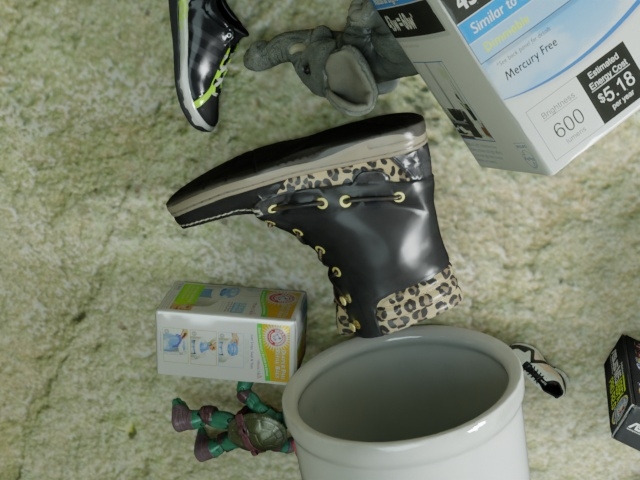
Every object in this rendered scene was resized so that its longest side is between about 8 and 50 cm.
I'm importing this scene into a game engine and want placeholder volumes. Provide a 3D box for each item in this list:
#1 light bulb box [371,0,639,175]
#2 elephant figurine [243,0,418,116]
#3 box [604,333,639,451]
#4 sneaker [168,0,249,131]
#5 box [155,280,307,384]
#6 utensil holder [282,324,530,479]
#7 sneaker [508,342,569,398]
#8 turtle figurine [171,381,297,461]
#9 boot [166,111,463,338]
[{"bbox_3d":[0.262,-0.323,1.488,0.358,0.225,0.361,-38,103,-8],"label":"light bulb box"},{"bbox_3d":[0.045,-0.240,1.683,0.169,0.186,0.239,10,136,-42],"label":"elephant figurine"},{"bbox_3d":[0.522,0.251,1.747,0.270,0.216,0.060,26,113,0],"label":"box"},{"bbox_3d":[-0.144,-0.258,1.726,0.097,0.084,0.234,-2,111,9],"label":"sneaker"},{"bbox_3d":[-0.126,0.133,1.862,0.203,0.114,0.103,4,111,8],"label":"box"},{"bbox_3d":[0.140,0.362,1.799,0.328,0.327,0.385,-6,112,12],"label":"utensil holder"},{"bbox_3d":[0.312,0.187,1.850,0.109,0.043,0.040,33,115,-3],"label":"sneaker"},{"bbox_3d":[-0.096,0.264,1.916,0.234,0.118,0.175,-14,109,21],"label":"turtle figurine"},{"bbox_3d":[0.000,0.000,1.783,0.378,0.138,0.284,-17,108,10],"label":"boot"}]
